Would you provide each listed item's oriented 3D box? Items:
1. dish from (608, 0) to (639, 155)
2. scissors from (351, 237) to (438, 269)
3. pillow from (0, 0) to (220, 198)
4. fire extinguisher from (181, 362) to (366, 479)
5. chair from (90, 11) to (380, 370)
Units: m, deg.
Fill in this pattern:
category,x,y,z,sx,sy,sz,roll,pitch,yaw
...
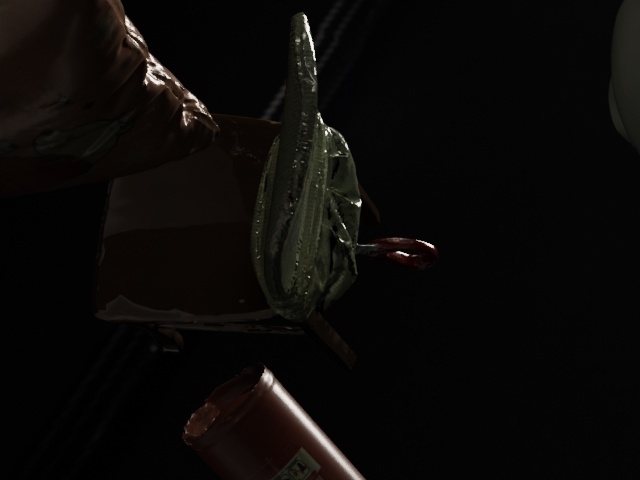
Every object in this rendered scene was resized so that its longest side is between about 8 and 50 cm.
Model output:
category,x,y,z,sx,sy,sz,roll,pitch,yaw
dish,0.257,-0.058,0.768,0.224,0.246,0.078,-27,-155,55
scissors,0.000,0.000,1.256,0.144,0.248,0.017,-15,-113,27
pillow,-0.189,-0.078,0.752,0.223,0.236,0.084,-13,-108,8
fire extinguisher,0.007,0.284,1.284,0.106,0.337,0.147,-33,-167,36
chair,-0.063,-0.017,0.913,0.186,0.319,0.160,5,-107,14
